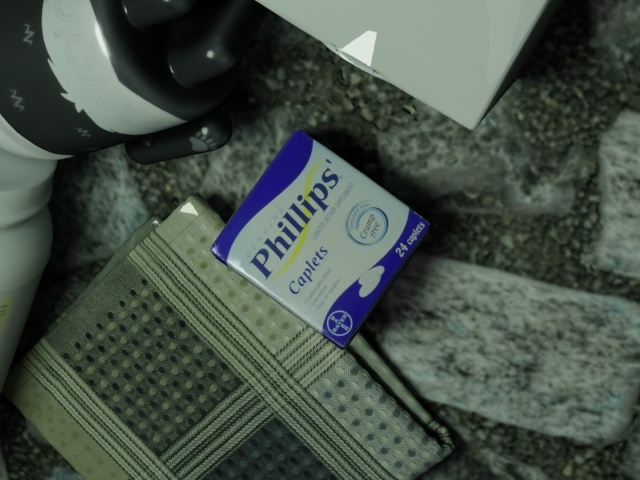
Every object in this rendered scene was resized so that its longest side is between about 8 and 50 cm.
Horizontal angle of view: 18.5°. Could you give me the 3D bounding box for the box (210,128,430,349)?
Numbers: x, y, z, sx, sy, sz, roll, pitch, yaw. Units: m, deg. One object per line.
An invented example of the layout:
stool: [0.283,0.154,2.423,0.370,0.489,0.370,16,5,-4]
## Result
box: [0.000,0.000,1.604,0.137,0.072,0.126,35,88,4]

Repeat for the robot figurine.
robot figurine: [-0.172,-0.163,1.559,0.278,0.174,0.209,-14,86,40]

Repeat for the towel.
towel: [-0.091,0.145,1.742,0.324,0.056,0.312,46,121,-4]

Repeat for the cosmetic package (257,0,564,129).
cosmetic package: [0.127,-0.300,1.422,0.217,0.156,0.385,34,119,5]

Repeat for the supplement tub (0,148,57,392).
supplement tub: [-0.366,0.039,1.687,0.235,0.235,0.324,27,117,8]
